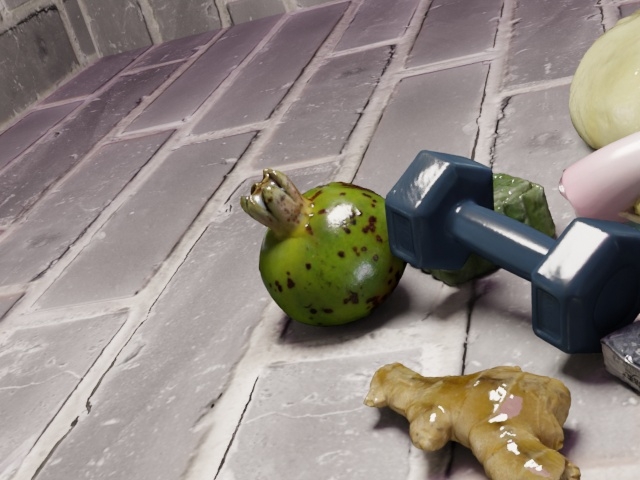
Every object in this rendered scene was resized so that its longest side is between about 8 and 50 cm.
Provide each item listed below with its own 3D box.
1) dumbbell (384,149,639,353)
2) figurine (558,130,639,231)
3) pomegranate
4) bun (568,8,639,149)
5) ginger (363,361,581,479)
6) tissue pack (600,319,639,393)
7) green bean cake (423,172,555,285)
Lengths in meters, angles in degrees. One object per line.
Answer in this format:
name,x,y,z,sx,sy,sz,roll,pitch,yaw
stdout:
dumbbell,0.219,0.006,1.188,0.316,0.143,0.156,31,80,44
figurine,0.488,-0.069,1.189,0.315,0.284,0.206,-32,22,36
pomegranate,0.000,0.000,1.336,0.202,0.248,0.202,-30,34,23
bun,0.565,-0.272,1.596,0.364,0.202,0.364,-14,25,7
ginger,0.151,0.175,1.037,0.148,0.081,0.333,-46,32,-21
tissue pack,0.381,0.109,1.047,0.156,0.051,0.112,-23,25,-15
green bean cake,0.205,-0.027,1.442,0.183,0.094,0.185,-25,19,-16
